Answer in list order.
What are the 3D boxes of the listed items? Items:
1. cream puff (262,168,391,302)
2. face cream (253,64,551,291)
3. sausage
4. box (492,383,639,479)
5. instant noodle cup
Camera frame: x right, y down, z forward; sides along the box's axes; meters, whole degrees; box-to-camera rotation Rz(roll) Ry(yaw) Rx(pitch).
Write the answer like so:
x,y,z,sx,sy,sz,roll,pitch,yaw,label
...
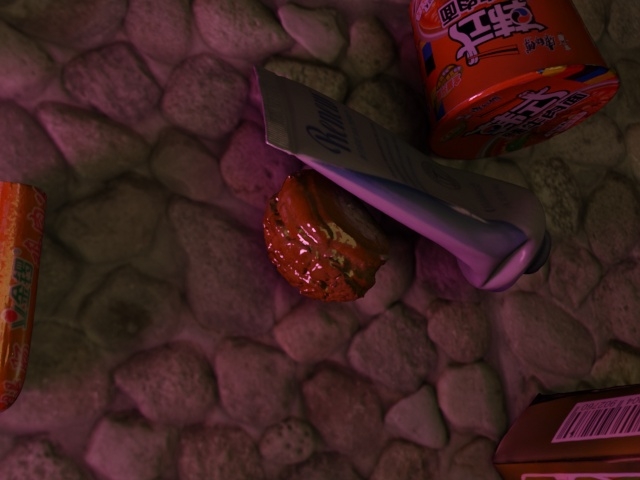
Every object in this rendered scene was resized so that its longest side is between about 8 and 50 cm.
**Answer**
x,y,z,sx,sy,sz,roll,pitch,yaw,label
0.000,0.000,1.009,0.150,0.115,0.165,31,29,-38,cream puff
0.103,-0.067,1.069,0.420,0.137,0.234,27,25,-21,face cream
-0.309,0.063,0.849,0.071,0.071,0.234,9,73,-27,sausage
0.459,0.356,1.031,0.138,0.373,0.420,-41,99,-32,box
0.235,-0.243,1.148,0.251,0.250,0.192,-4,72,-30,instant noodle cup
